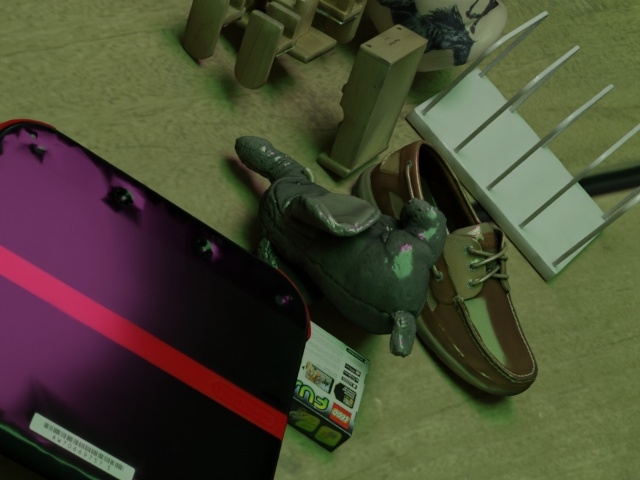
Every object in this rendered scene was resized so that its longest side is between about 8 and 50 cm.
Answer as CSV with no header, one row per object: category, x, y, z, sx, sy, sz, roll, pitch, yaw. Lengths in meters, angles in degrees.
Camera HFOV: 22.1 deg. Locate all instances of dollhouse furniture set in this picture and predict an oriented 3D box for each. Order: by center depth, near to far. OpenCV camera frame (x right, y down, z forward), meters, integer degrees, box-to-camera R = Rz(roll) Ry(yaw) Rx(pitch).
dollhouse furniture set,-0.019,-0.213,1.957,0.242,0.161,0.212,31,35,17

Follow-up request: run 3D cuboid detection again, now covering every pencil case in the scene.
pencil case,0.087,-0.392,2.046,0.410,0.160,0.183,56,28,-34

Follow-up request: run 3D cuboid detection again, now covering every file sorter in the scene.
file sorter,0.293,-0.133,2.112,0.277,0.173,0.193,49,37,4

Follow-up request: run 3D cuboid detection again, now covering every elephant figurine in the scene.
elephant figurine,0.000,0.000,1.764,0.239,0.186,0.169,25,84,-10

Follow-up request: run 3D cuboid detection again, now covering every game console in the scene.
game console,-0.190,0.089,1.508,0.387,0.060,0.342,33,46,-19

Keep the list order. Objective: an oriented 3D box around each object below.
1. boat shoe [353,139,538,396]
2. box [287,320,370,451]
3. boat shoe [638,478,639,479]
boat shoe,0.156,0.028,1.885,0.123,0.116,0.324,-15,68,-48
box,-0.048,0.115,1.683,0.207,0.036,0.114,35,39,-14
boat shoe,0.354,0.340,1.809,0.091,0.109,0.305,49,44,3
